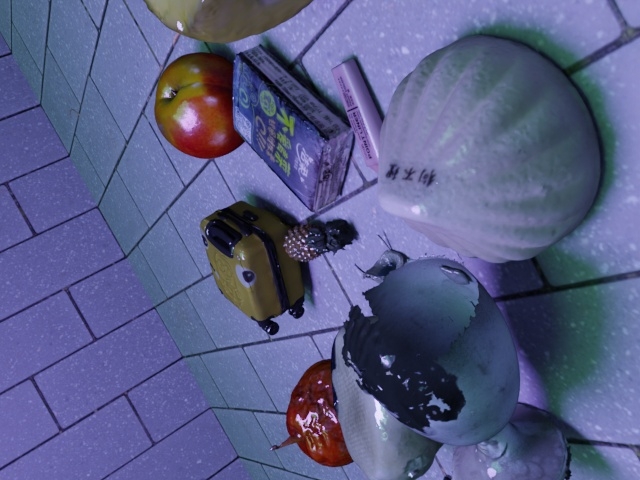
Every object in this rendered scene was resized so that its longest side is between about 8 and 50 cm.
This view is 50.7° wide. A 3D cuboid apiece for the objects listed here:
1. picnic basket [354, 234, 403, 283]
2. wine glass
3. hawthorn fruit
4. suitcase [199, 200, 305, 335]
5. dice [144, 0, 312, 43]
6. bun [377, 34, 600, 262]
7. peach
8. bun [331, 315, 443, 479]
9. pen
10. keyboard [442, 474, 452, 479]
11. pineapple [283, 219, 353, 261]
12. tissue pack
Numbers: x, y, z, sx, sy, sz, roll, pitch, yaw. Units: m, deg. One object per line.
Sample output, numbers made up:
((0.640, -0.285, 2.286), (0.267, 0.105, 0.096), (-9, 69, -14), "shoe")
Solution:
((0.095, 0.041, 1.062), (0.083, 0.065, 0.083), (51, 162, -20), "picnic basket")
((0.176, 0.186, 0.851), (0.190, 0.190, 0.357), (19, 152, 53), "wine glass")
((0.008, 0.355, 1.322), (0.207, 0.243, 0.208), (40, 145, 37), "hawthorn fruit")
((-0.128, 0.043, 1.356), (0.193, 0.143, 0.235), (32, 143, 44), "suitcase")
((-0.105, -0.396, 0.790), (0.233, 0.226, 0.238), (56, 151, 7), "dice")
((0.147, -0.075, 0.739), (0.263, 0.175, 0.263), (38, 145, 33), "bun")
((-0.205, -0.245, 1.239), (0.190, 0.192, 0.190), (-3, 85, 35), "peach")
((0.129, 0.252, 1.108), (0.283, 0.179, 0.284), (170, 90, -74), "bun")
((0.067, -0.155, 0.949), (0.053, 0.032, 0.197), (-9, 107, 61), "pen")
((0.305, 0.504, 1.199), (0.231, 0.023, 0.072), (24, 138, 50), "keyboard")
((0.000, 0.000, 1.182), (0.159, 0.074, 0.074), (-10, 107, 57), "pineapple")
((-0.053, -0.180, 1.085), (0.235, 0.073, 0.173), (46, 150, 25), "tissue pack")
